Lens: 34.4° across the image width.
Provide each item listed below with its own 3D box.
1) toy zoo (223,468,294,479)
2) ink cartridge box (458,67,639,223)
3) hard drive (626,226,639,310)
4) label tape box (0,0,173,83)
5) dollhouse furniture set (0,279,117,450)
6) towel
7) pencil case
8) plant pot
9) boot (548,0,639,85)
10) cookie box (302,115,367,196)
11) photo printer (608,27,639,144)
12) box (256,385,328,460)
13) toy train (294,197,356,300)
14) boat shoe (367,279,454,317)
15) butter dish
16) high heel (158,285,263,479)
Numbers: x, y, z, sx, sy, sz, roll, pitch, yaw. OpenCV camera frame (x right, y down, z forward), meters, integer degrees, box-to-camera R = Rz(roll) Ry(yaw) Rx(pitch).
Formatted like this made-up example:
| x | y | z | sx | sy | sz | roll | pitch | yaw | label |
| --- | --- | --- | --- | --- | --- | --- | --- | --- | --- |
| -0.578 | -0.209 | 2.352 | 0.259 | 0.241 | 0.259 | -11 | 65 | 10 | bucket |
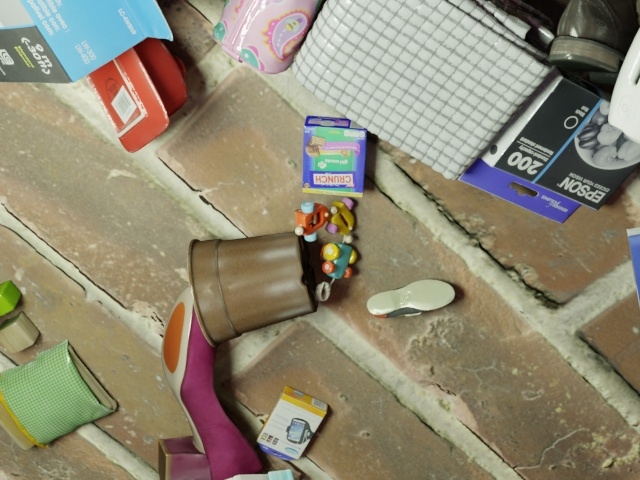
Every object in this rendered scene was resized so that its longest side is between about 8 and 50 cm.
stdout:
| x | y | z | sx | sy | sz | roll | pitch | yaw | label |
| --- | --- | --- | --- | --- | --- | --- | --- | --- | --- |
| -0.171 | 0.449 | 1.776 | 0.293 | 0.030 | 0.192 | -23 | 156 | 20 | toy zoo |
| 0.328 | -0.114 | 1.402 | 0.206 | 0.045 | 0.208 | 19 | 124 | -28 | ink cartridge box |
| 0.621 | 0.052 | 1.490 | 0.318 | 0.040 | 0.210 | -10 | 117 | 15 | hard drive |
| -0.369 | -0.324 | 1.277 | 0.347 | 0.115 | 0.249 | 11 | 139 | 46 | label tape box |
| -0.514 | 0.249 | 1.715 | 0.197 | 0.151 | 0.301 | -26 | 113 | 21 | dollhouse furniture set |
| 0.134 | -0.247 | 1.333 | 0.283 | 0.121 | 0.235 | 30 | 131 | -7 | towel |
| -0.041 | -0.357 | 1.316 | 0.124 | 0.124 | 0.284 | 25 | 122 | -6 | pencil case |
| -0.096 | 0.061 | 1.548 | 0.165 | 0.167 | 0.167 | -13 | 117 | 7 | plant pot |
| 0.376 | -0.312 | 1.274 | 0.091 | 0.263 | 0.229 | 12 | 93 | 40 | boot |
| 0.021 | -0.120 | 1.487 | 0.091 | 0.040 | 0.107 | 5 | 121 | 5 | cookie box |
| 0.495 | -0.213 | 1.232 | 0.307 | 0.107 | 0.256 | 8 | 117 | -35 | photo printer |
| -0.051 | 0.315 | 1.753 | 0.081 | 0.028 | 0.136 | 25 | 122 | -6 | box |
| 0.000 | 0.000 | 1.525 | 0.046 | 0.125 | 0.166 | 19 | 132 | 36 | toy train |
| 0.141 | 0.093 | 1.590 | 0.137 | 0.049 | 0.043 | -13 | 159 | 13 | boat shoe |
| -0.240 | -0.223 | 1.432 | 0.160 | 0.118 | 0.160 | -22 | 96 | 56 | butter dish |
| -0.167 | 0.240 | 1.709 | 0.181 | 0.127 | 0.377 | -2 | 119 | -23 | high heel |
